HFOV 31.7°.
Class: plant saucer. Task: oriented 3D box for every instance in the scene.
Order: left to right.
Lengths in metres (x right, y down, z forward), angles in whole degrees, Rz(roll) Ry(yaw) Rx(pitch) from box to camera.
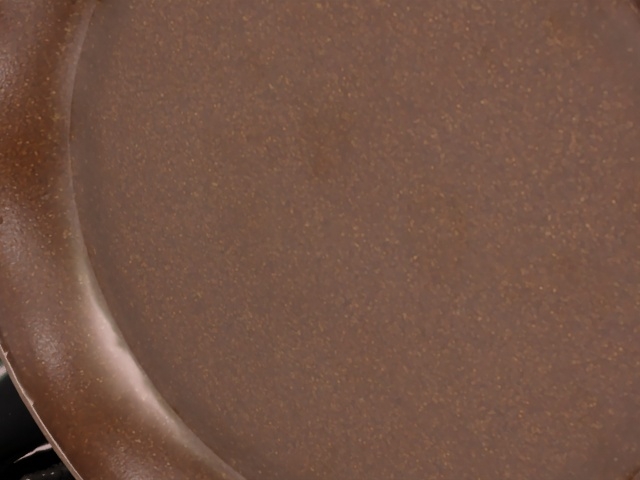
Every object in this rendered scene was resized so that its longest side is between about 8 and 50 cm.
[{"bbox_3d":[0.000,0.000,0.373,0.311,0.050,0.310,14,117,29],"label":"plant saucer"}]

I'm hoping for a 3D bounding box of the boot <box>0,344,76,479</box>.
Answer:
[{"bbox_3d":[-0.165,0.162,0.537,0.207,0.094,0.246,-34,132,-11],"label":"boot"}]
